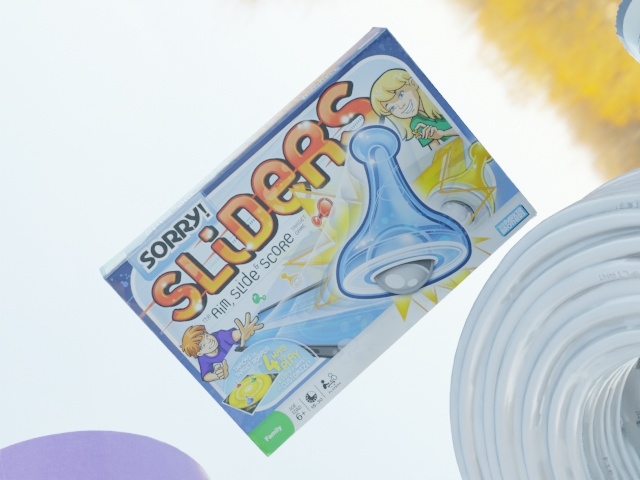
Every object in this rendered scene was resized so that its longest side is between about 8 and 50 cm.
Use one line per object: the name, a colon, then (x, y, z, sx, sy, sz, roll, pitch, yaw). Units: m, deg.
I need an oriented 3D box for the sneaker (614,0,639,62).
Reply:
sneaker: (0.323, -0.085, 1.040, 0.319, 0.112, 0.131, 19, -153, -45)

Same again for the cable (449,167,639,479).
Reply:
cable: (0.174, 0.094, 0.675, 0.089, 0.257, 0.257, -19, -106, -45)

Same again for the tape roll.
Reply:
tape roll: (-0.206, 0.281, 1.244, 0.274, 0.275, 0.090, 33, -156, -40)

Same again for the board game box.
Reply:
board game box: (0.000, 0.000, 0.824, 0.136, 0.201, 0.035, 48, 176, -14)
